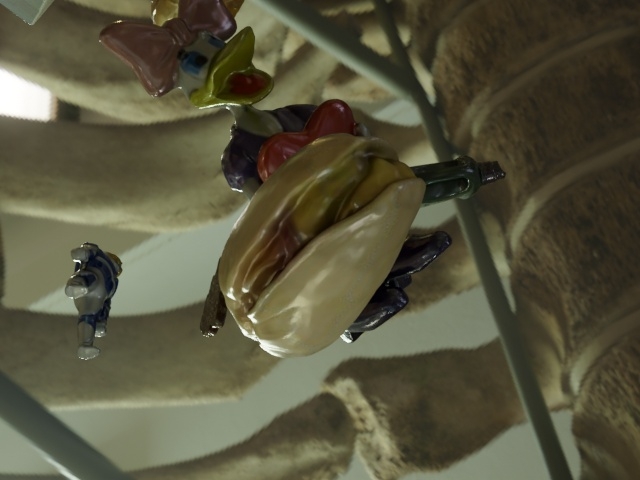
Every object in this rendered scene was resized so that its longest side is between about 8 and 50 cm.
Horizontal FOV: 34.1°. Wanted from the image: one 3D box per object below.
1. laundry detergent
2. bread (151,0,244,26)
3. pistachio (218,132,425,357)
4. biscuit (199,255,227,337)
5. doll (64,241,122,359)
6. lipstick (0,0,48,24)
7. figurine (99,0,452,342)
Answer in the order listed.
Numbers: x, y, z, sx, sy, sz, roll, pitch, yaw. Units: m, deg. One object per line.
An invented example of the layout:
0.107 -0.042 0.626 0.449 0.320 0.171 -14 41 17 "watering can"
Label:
0.209 -0.100 1.773 0.221 0.144 0.078 -11 -98 -2 "laundry detergent"
-0.158 -0.397 1.537 0.236 0.120 0.198 -60 -167 -2 "bread"
0.000 0.000 0.794 0.117 0.145 0.200 46 -58 23 "pistachio"
-0.148 0.090 1.482 0.130 0.019 0.119 122 -24 -50 "biscuit"
-0.276 0.050 1.273 0.057 0.114 0.227 -13 -160 -3 "doll"
-0.240 -0.253 0.880 0.076 0.079 0.371 -54 -163 -8 "lipstick"
-0.042 -0.088 1.098 0.154 0.421 0.193 -41 -162 -24 "figurine"
